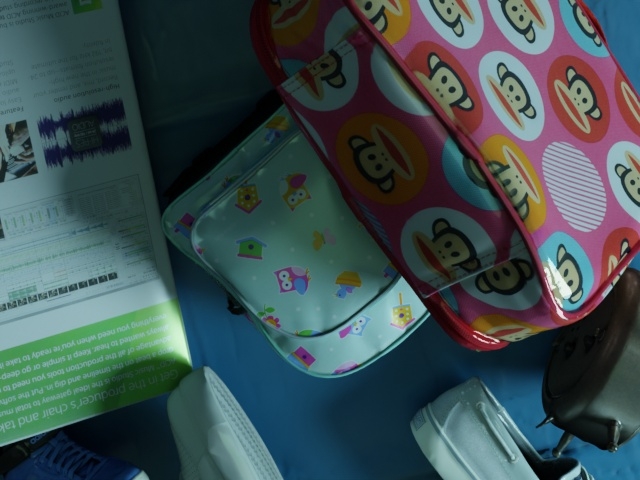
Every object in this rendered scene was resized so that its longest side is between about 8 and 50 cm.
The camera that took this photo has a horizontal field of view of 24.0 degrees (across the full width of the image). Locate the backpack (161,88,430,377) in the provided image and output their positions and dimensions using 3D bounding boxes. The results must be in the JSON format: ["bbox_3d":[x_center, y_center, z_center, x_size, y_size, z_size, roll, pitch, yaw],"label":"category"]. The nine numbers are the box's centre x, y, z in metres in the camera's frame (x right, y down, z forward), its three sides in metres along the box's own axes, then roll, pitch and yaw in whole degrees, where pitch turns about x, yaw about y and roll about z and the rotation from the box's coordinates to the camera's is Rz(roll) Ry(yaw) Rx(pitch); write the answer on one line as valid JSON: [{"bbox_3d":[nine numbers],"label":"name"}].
[{"bbox_3d":[0.000,0.000,1.063,0.166,0.144,0.188,-41,106,3],"label":"backpack"}]

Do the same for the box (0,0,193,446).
[{"bbox_3d":[-0.230,-0.017,1.051,0.232,0.058,0.322,-16,105,-22],"label":"box"}]

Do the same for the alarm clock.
[{"bbox_3d":[0.220,0.067,1.103,0.064,0.129,0.192,30,74,-7],"label":"alarm clock"}]

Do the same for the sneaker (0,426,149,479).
[{"bbox_3d":[-0.193,0.164,1.113,0.058,0.152,0.085,-36,103,-38],"label":"sneaker"}]

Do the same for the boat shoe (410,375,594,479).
[{"bbox_3d":[0.169,0.198,1.154,0.081,0.079,0.227,-41,100,13],"label":"boat shoe"}]

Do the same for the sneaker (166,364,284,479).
[{"bbox_3d":[-0.093,0.243,1.131,0.169,0.108,0.293,-22,114,3],"label":"sneaker"}]

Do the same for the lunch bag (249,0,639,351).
[{"bbox_3d":[0.113,-0.101,1.001,0.120,0.258,0.293,-26,102,45],"label":"lunch bag"}]
